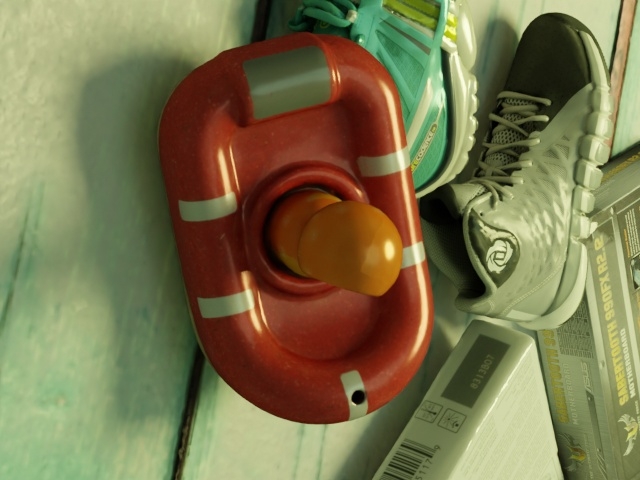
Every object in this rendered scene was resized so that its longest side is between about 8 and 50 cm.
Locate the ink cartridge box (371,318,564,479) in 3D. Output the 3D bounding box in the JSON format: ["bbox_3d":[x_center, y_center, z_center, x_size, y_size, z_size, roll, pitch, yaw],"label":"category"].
[{"bbox_3d":[0.106,0.197,1.345,0.189,0.066,0.232,-56,152,-27],"label":"ink cartridge box"}]

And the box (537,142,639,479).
[{"bbox_3d":[0.245,0.058,1.459,0.183,0.056,0.231,-31,117,-40],"label":"box"}]

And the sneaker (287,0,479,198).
[{"bbox_3d":[0.037,-0.155,1.174,0.110,0.107,0.275,-16,107,-36],"label":"sneaker"}]

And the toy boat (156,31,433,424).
[{"bbox_3d":[0.000,0.000,1.089,0.151,0.151,0.231,-16,108,-17],"label":"toy boat"}]

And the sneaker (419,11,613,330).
[{"bbox_3d":[0.129,-0.053,1.300,0.132,0.086,0.228,6,86,-39],"label":"sneaker"}]
